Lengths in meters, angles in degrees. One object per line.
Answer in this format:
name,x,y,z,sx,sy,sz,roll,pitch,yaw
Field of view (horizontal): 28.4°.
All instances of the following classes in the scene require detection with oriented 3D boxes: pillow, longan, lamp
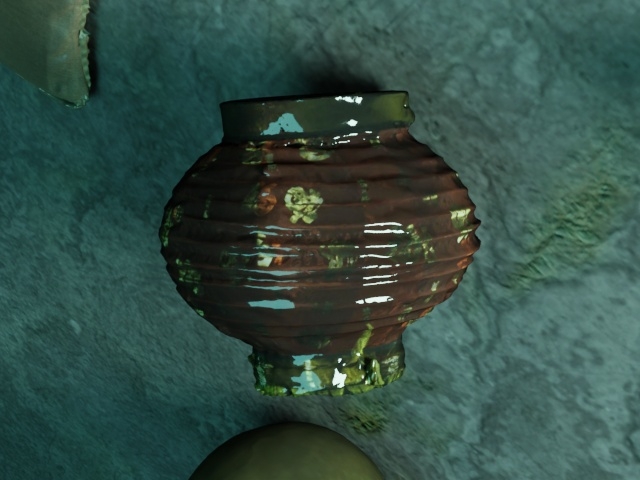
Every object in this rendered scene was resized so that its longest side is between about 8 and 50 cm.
pillow,-0.254,-0.215,1.121,0.135,0.034,0.211,36,141,15
longan,-0.034,0.305,1.275,0.258,0.258,0.258,24,140,23
lamp,0.000,0.000,0.946,0.247,0.247,0.247,24,140,23
